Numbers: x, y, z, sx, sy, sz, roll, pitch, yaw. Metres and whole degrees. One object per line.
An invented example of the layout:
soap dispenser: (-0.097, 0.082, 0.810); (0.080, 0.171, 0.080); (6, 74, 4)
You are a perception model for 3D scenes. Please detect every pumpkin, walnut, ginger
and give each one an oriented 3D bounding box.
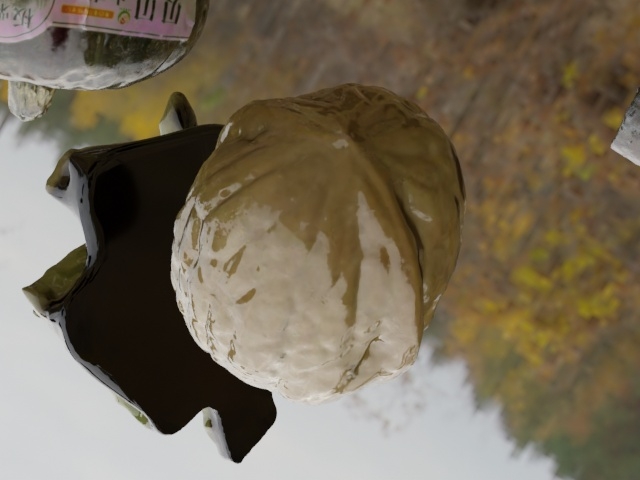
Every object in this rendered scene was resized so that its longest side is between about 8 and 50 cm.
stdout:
pumpkin: (-0.225, -0.186, 1.518); (0.260, 0.189, 0.260); (9, -171, -2)
walnut: (0.000, 0.000, 1.391); (0.225, 0.225, 0.261); (30, 150, 9)
ginger: (-0.158, 0.030, 2.013); (0.413, 0.358, 0.211); (15, -179, -42)

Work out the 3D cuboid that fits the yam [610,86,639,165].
yam: (0.455, -0.082, 2.042); (0.280, 0.131, 0.131); (31, -177, 5)
